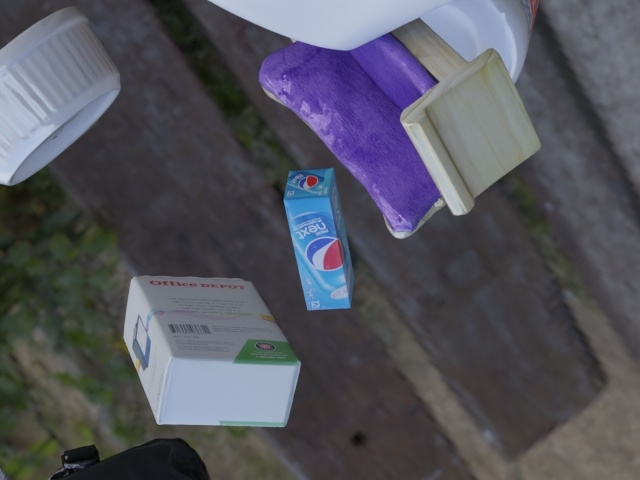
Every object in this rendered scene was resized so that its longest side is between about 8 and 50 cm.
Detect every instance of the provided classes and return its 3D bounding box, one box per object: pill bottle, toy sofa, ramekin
[{"bbox_3d":[0.170,-0.347,2.091,0.229,0.408,0.229,8,130,10],"label":"pill bottle"},{"bbox_3d":[0.050,-0.179,1.720,0.362,0.177,0.150,51,175,44],"label":"toy sofa"},{"bbox_3d":[-0.399,-0.192,2.311,0.127,0.273,0.273,48,162,-1],"label":"ramekin"}]

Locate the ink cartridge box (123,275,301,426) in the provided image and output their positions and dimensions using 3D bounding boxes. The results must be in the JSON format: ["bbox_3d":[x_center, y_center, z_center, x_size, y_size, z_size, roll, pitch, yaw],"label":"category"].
[{"bbox_3d":[-0.130,0.125,1.905,0.212,0.154,0.093,-124,42,-58],"label":"ink cartridge box"}]

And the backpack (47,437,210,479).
[{"bbox_3d":[-0.177,0.363,1.325,0.355,0.290,0.273,90,154,-58],"label":"backpack"}]

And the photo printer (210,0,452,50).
[{"bbox_3d":[-0.003,-0.285,1.523,0.256,0.107,0.307,23,157,-30],"label":"photo printer"}]

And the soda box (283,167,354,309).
[{"bbox_3d":[0.000,0.000,2.371,0.067,0.071,0.210,-4,129,11],"label":"soda box"}]

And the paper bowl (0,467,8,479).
[{"bbox_3d":[-0.449,0.324,1.667,0.148,0.284,0.284,-24,113,43],"label":"paper bowl"}]
